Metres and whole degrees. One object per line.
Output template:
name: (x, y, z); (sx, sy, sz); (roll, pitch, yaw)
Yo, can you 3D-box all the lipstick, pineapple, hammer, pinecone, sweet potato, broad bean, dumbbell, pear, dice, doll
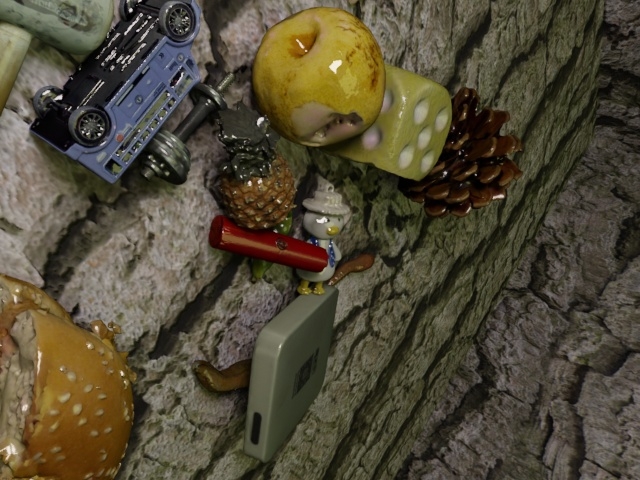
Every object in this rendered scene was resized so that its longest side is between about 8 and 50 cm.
lipstick: (-0.108, 0.013, 1.095); (0.279, 0.073, 0.073); (17, 97, -36)
pineapple: (-0.129, -0.145, 0.936); (0.158, 0.157, 0.279); (-46, 156, -24)
hammer: (-0.403, -0.227, 0.635); (0.201, 0.113, 0.306); (17, 102, -51)
pinecone: (0.350, -0.266, 1.367); (0.384, 0.384, 0.385); (-28, 130, -39)
sweet potato: (-0.222, 0.326, 1.209); (0.233, 0.062, 0.081); (15, 79, -50)
broad bean: (-0.115, 0.005, 1.162); (0.070, 0.048, 0.214); (15, 97, -53)
dumbbell: (-0.227, -0.204, 0.868); (0.255, 0.110, 0.110); (-58, 144, -20)
pear: (0.003, -0.301, 0.965); (0.271, 0.271, 0.271); (-28, 130, -39)
dice: (0.146, -0.277, 1.163); (0.233, 0.238, 0.227); (0, 110, -52)
doll: (0.000, 0.000, 1.245); (0.138, 0.119, 0.293); (1, 111, -27)
sweet potato: (0.086, 0.085, 1.464); (0.214, 0.050, 0.050); (-25, 128, -36)

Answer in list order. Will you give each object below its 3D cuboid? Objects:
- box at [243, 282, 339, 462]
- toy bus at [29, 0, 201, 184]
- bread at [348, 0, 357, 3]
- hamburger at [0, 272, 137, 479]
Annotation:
box: (-0.073, 0.325, 1.303); (0.373, 0.090, 0.368); (-36, 139, -61)
toy bus: (-0.283, -0.237, 0.751); (0.292, 0.125, 0.133); (-55, 148, -10)
bread: (0.096, -0.570, 1.093); (0.103, 0.049, 0.062); (-46, 140, -27)
hamburger: (-0.422, 0.289, 0.777); (0.287, 0.268, 0.446); (9, 102, -57)
